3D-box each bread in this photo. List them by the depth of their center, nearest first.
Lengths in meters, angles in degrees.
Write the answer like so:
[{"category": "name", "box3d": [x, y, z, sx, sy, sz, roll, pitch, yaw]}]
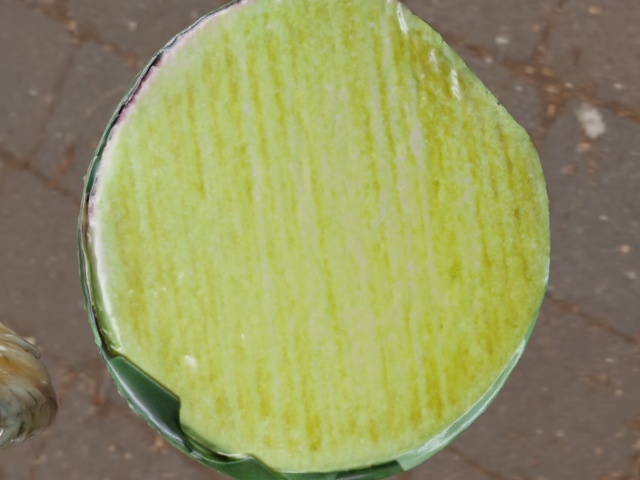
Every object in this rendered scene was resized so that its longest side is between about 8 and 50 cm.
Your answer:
[{"category": "bread", "box3d": [0.000, 0.000, 0.758, 0.033, 0.228, 0.228, -179, 95, -71]}]

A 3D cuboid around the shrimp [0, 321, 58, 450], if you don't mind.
[{"category": "shrimp", "box3d": [-0.303, 0.020, 0.844, 0.071, 0.365, 0.233, -64, 21, 13]}]
